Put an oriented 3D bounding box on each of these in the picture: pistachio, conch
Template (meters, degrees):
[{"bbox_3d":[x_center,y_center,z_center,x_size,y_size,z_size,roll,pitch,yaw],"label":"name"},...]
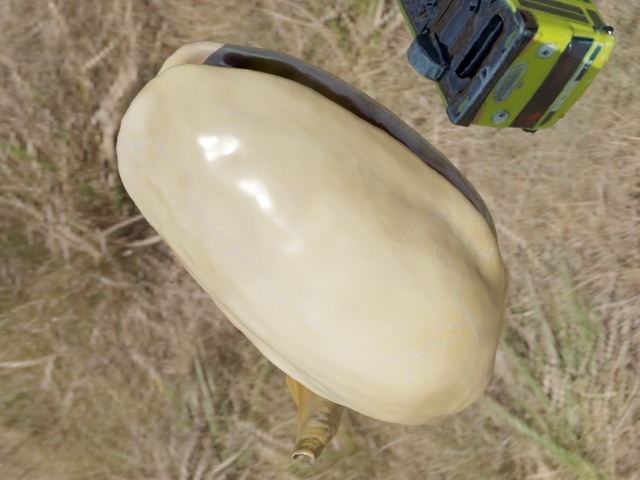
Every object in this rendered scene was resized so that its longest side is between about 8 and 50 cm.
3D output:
[{"bbox_3d":[0.000,0.000,0.859,0.299,0.187,0.187,41,111,-11],"label":"pistachio"},{"bbox_3d":[0.015,0.087,1.157,0.109,0.330,0.093,-6,108,18],"label":"conch"}]

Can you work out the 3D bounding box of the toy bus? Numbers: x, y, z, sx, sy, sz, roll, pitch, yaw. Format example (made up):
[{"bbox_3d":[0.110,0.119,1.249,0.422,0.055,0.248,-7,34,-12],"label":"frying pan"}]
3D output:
[{"bbox_3d":[0.153,-0.224,1.209,0.128,0.150,0.262,-56,40,38],"label":"toy bus"}]
